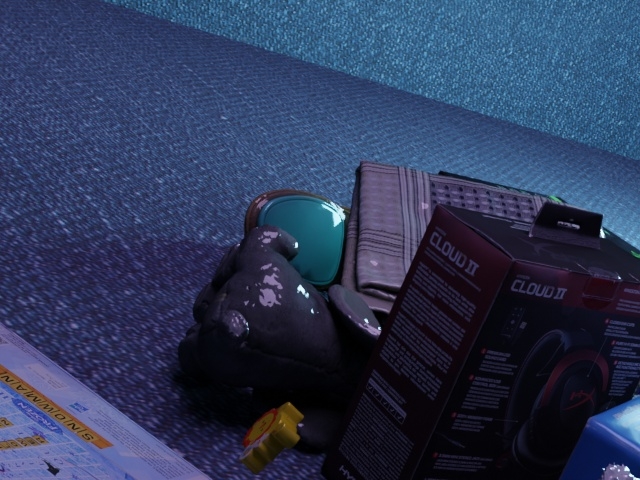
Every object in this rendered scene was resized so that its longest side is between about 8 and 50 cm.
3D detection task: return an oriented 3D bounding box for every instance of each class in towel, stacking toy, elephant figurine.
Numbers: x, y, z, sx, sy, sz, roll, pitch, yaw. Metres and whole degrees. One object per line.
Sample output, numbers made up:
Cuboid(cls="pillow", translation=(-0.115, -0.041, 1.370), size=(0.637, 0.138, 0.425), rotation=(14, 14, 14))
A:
Cuboid(cls="towel", translation=(0.181, 0.020, 1.466), size=(0.312, 0.056, 0.324), rotation=(14, 33, -5))
Cuboid(cls="stacking toy", translation=(0.006, 0.222, 0.891), size=(0.167, 0.052, 0.221), rotation=(46, 18, -12))
Cuboid(cls="elephant figurine", translation=(0.006, 0.103, 1.211), size=(0.239, 0.169, 0.186), rotation=(32, 49, -13))

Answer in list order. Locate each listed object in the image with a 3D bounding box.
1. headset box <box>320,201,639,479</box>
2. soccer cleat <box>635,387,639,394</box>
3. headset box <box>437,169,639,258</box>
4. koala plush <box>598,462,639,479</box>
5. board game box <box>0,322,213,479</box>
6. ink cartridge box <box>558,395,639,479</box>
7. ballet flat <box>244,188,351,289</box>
Cuboid(cls="headset box", translation=(0.161, 0.106, 1.131), size=(0.218, 0.293, 0.110), rotation=(9, 21, -37))
Cuboid(cls="soccer cleat", translation=(0.304, 0.149, 1.601), size=(0.248, 0.083, 0.095), rotation=(19, 31, -10))
Cuboid(cls="headset box", translation=(0.313, 0.027, 1.893), size=(0.283, 0.131, 0.246), rotation=(11, 20, -38))
Cuboid(cls="koala plush", translation=(0.213, 0.266, 0.890), size=(0.203, 0.196, 0.221), rotation=(10, 22, -9))
Cuboid(cls="board game box", translation=(-0.259, 0.144, 0.852), size=(0.319, 0.066, 0.318), rotation=(31, 18, 27))
Cuboid(cls="ink cartridge box", translation=(0.404, 0.290, 1.090), size=(0.395, 0.166, 0.285), rotation=(31, 18, 28))
Cuboid(cls="ballet flat", translation=(0.000, 0.000, 1.631), size=(0.124, 0.116, 0.342), rotation=(9, 3, 43))
